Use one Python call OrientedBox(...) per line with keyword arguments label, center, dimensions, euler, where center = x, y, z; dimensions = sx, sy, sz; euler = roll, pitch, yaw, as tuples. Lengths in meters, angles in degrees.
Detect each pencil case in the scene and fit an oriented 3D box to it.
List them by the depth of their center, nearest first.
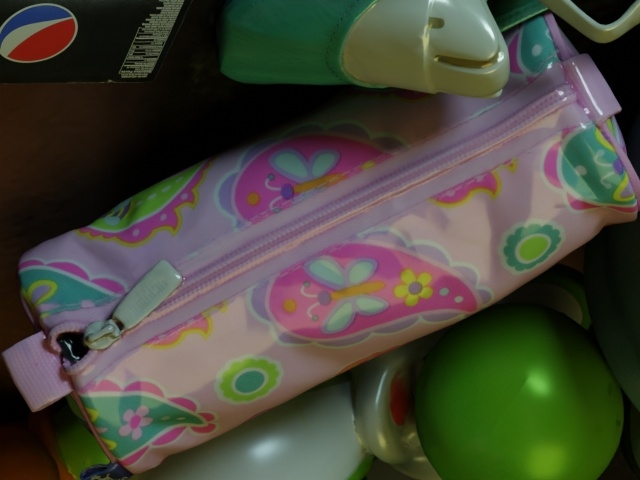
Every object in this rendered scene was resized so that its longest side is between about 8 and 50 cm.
OrientedBox(label="pencil case", center=(0.000, 0.000, 0.689), dimensions=(0.284, 0.124, 0.124), euler=(-26, 151, 3))

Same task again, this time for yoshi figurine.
OrientedBox(label="yoshi figurine", center=(0.007, 0.110, 0.807), dimensions=(0.362, 0.203, 0.203), euler=(-23, 144, -11))

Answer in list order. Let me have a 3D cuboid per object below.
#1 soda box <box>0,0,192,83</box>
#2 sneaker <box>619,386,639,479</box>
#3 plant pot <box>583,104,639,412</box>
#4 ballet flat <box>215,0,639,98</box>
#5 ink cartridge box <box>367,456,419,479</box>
OrientedBox(label="soda box", center=(-0.131, -0.089, 0.509), dimensions=(0.169, 0.060, 0.053), euler=(-4, 143, -32))
OrientedBox(label="sneaker", center=(0.208, 0.078, 0.905), dimensions=(0.083, 0.222, 0.118), euler=(29, 138, -3))
OrientedBox(label="plant pot", center=(0.257, 0.007, 0.758), dimensions=(0.293, 0.293, 0.196), euler=(-1, 155, -36))
OrientedBox(label="ballet flat", center=(0.076, -0.108, 0.608), dimensions=(0.247, 0.087, 0.083), euler=(-27, 151, 3))
OrientedBox(label="ink cartridge box", center=(0.091, 0.222, 1.144), dimensions=(0.154, 0.093, 0.212), euler=(-36, 151, 16))
